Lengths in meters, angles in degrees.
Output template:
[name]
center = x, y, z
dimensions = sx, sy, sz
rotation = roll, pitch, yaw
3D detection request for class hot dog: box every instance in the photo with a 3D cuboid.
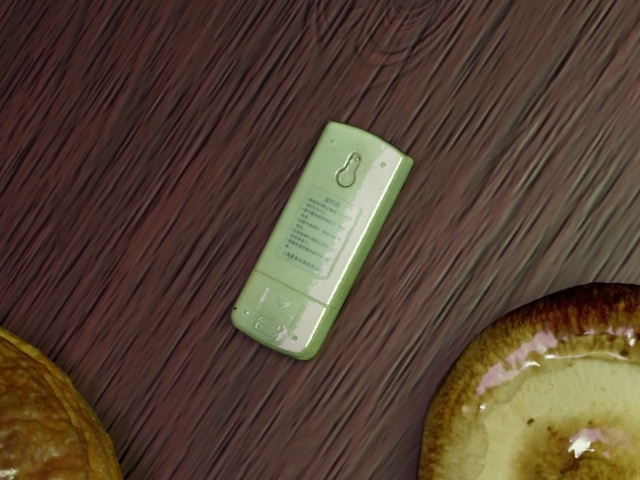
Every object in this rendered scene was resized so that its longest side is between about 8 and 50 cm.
[hot dog]
center = -0.351, 0.236, 1.527
dimensions = 0.387, 0.174, 0.267
rotation = 43, 98, 11

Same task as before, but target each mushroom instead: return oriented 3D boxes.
[mushroom]
center = 0.249, 0.198, 1.314
dimensions = 0.345, 0.239, 0.345
rotation = 1, 70, -3

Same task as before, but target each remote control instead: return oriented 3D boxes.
[remote control]
center = 0.000, 0.000, 1.515
dimensions = 0.098, 0.038, 0.233
rotation = 26, 88, 21
